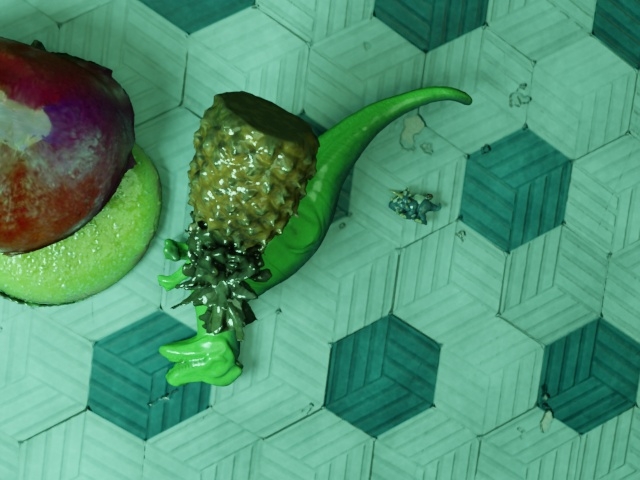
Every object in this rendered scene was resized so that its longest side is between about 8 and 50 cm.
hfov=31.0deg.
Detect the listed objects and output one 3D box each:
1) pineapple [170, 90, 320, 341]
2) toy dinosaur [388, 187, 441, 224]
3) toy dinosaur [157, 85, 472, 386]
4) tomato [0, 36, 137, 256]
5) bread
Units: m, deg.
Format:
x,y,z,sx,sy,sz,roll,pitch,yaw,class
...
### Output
x,y,z,sx,sy,sz,roll,pitch,yaw,class
-0.115,-0.011,1.464,0.169,0.169,0.340,12,116,-16,pineapple
0.140,-0.052,1.710,0.083,0.030,0.047,18,95,-17,toy dinosaur
0.000,0.000,1.629,0.500,0.144,0.374,-10,106,-8,toy dinosaur
-0.400,-0.115,1.445,0.335,0.176,0.289,15,94,-10,tomato
-0.368,-0.054,1.569,0.301,0.045,0.301,-2,98,-12,bread
